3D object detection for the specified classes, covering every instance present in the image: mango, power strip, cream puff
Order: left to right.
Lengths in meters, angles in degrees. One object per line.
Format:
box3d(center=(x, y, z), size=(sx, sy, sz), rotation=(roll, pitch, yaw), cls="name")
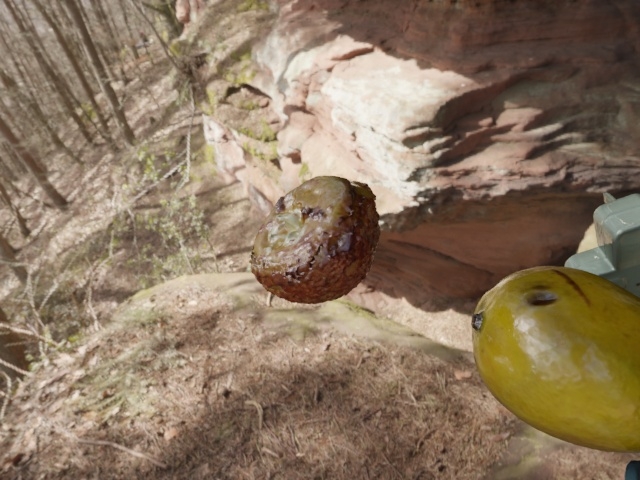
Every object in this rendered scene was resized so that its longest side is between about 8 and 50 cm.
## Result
box3d(center=(0.000, 0.000, 0.745), size=(0.240, 0.164, 0.240), rotation=(-37, 33, 29), cls="cream puff")
box3d(center=(0.428, 0.172, 0.681), size=(0.445, 0.221, 0.301), rotation=(11, 19, -26), cls="mango")
box3d(center=(0.593, 0.032, 0.866), size=(0.229, 0.261, 0.141), rotation=(-21, 30, 16), cls="power strip")

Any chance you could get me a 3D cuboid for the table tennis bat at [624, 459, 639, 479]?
box3d(center=(0.419, 0.413, 0.495), size=(0.044, 0.329, 0.215), rotation=(-28, -6, 37), cls="table tennis bat")
